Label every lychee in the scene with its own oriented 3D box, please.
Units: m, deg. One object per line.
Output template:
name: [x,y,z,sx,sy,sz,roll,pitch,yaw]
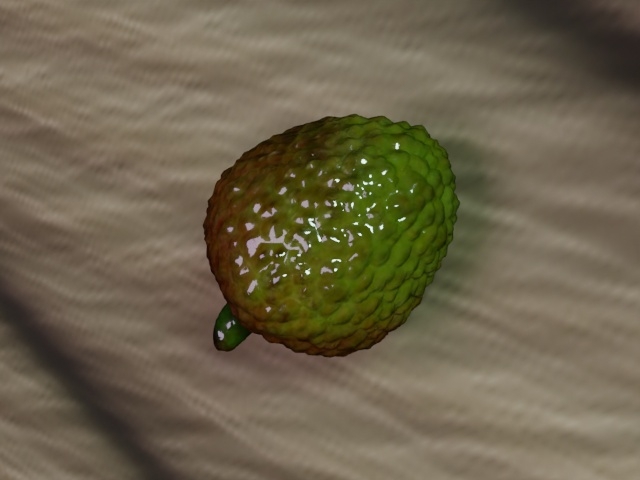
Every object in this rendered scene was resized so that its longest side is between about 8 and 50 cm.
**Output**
lychee: [0.000,0.000,0.718,0.146,0.114,0.114,-42,60,27]
